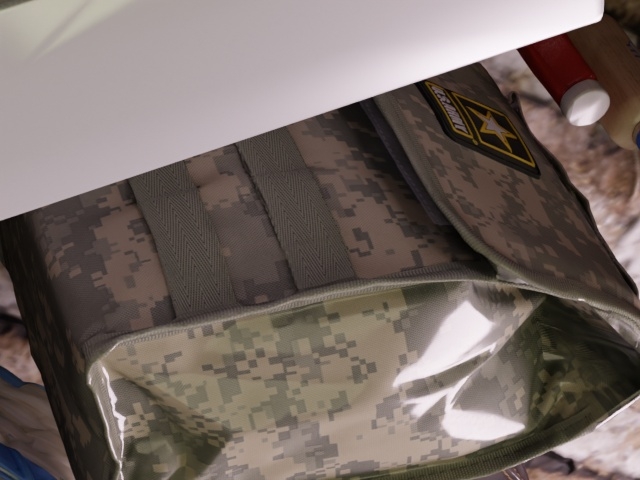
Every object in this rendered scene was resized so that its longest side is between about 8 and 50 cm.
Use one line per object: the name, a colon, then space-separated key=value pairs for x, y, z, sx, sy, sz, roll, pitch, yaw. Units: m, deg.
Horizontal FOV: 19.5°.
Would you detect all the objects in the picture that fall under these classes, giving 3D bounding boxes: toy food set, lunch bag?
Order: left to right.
lunch bag: x=0.000 y=0.000 z=0.906 sx=0.287 sy=0.235 sz=0.169 roll=-12 pitch=133 yaw=-15
toy food set: x=0.155 y=-0.123 z=0.957 sx=0.111 sy=0.104 sz=0.232 roll=-27 pitch=138 yaw=1

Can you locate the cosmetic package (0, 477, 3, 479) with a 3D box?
cosmetic package: x=-0.150 y=0.237 z=1.169 sx=0.127 sy=0.107 sz=0.238 roll=-30 pitch=140 yaw=6

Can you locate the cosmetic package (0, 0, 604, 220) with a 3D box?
cosmetic package: x=-0.127 y=-0.139 z=0.674 sx=0.377 sy=0.284 sz=0.097 roll=-19 pitch=137 yaw=-8

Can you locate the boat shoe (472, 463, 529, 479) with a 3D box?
boat shoe: x=0.018 y=0.134 z=1.124 sx=0.132 sy=0.130 sz=0.355 roll=-42 pitch=135 yaw=17

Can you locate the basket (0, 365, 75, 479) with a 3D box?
basket: x=-0.219 y=0.178 z=0.896 sx=0.289 sy=0.201 sz=0.254 roll=-34 pitch=149 yaw=-64
